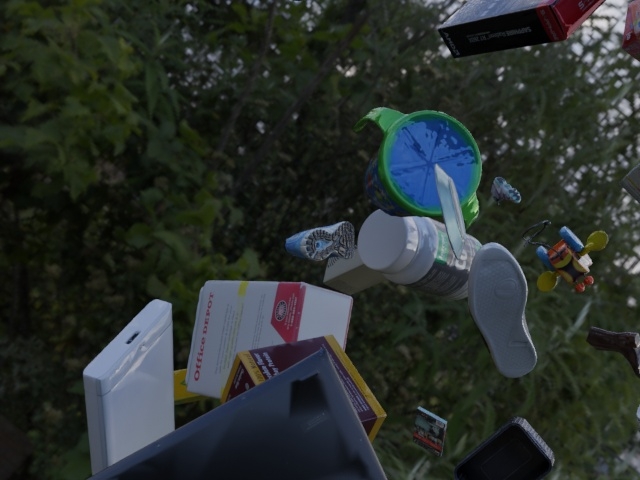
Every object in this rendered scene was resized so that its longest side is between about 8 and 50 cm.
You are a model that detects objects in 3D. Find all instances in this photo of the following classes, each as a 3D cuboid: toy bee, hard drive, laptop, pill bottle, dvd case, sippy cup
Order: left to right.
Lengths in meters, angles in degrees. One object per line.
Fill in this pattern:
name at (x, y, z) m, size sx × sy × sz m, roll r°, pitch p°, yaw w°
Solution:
hard drive at (-0.331, 0.312, 1.437) m, size 0.047 × 0.233 × 0.353 m, roll 14°, pitch -59°, yaw 14°
laptop at (-0.107, 0.413, 1.113) m, size 0.407 × 0.382 × 0.236 m, roll 66°, pitch -23°, yaw -4°
sippy cup at (0.210, -0.150, 1.823) m, size 0.224 × 0.240 × 0.305 m, roll 150°, pitch -69°, yaw -73°
pill bottle at (0.282, 0.037, 2.233) m, size 0.361 × 0.204 × 0.204 m, roll 18°, pitch 9°, yaw -44°
dvd case at (0.283, 0.496, 2.091) m, size 0.087 × 0.013 × 0.119 m, roll 24°, pitch -52°, yaw 33°
toy bee at (0.588, 0.060, 1.936) m, size 0.162 × 0.298 × 0.195 m, roll 57°, pitch -46°, yaw 25°

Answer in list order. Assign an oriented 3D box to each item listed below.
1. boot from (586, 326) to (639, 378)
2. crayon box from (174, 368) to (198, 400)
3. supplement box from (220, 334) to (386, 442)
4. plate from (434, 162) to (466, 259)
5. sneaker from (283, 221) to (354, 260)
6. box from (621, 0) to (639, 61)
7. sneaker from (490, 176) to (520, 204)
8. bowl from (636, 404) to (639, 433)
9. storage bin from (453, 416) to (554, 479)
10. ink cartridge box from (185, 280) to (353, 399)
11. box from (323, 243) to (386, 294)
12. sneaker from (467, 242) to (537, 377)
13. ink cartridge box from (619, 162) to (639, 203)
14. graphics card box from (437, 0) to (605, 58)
boot at (0.621, 0.235, 1.701) m, size 0.114 × 0.037 × 0.106 m, roll 0°, pitch -72°, yaw 48°
crayon box at (-0.352, 0.404, 2.253) m, size 0.202 × 0.319 × 0.081 m, roll 137°, pitch -58°, yaw -65°
supplement box at (-0.034, 0.283, 1.368) m, size 0.191 × 0.194 × 0.129 m, roll 54°, pitch -43°, yaw 37°
plate at (0.249, -0.056, 1.522) m, size 0.188 × 0.024 × 0.188 m, roll -14°, pitch 90°, yaw -74°
sneaker at (0.000, 0.000, 1.332) m, size 0.073 × 0.063 × 0.162 m, roll 1°, pitch 1°, yaw 35°
box at (0.804, -0.437, 1.795) m, size 0.257 × 0.128 × 0.123 m, roll 26°, pitch -22°, yaw -25°
sneaker at (0.493, -0.117, 2.168) m, size 0.098 × 0.038 × 0.069 m, roll 56°, pitch -38°, yaw 35°
bowl at (0.793, 0.407, 1.880) m, size 0.080 × 0.170 × 0.170 m, roll 35°, pitch -10°, yaw -1°
storage bin at (0.379, 0.465, 1.669) m, size 0.122 × 0.180 × 0.084 m, roll 50°, pitch 11°, yaw 15°
ink cartridge box at (-0.128, 0.241, 1.866) m, size 0.160 × 0.279 × 0.385 m, roll 17°, pitch -11°, yaw -39°
box at (0.125, 0.080, 2.466) m, size 0.113 × 0.094 × 0.275 m, roll 25°, pitch -27°, yaw -22°
sneaker at (0.303, 0.098, 1.437) m, size 0.147 × 0.105 × 0.295 m, roll -108°, pitch 176°, yaw -55°
ink cartridge box at (0.736, -0.147, 1.688) m, size 0.109 × 0.062 × 0.209 m, roll 47°, pitch -30°, yaw 8°
graphics card box at (0.458, -0.520, 1.786) m, size 0.094 × 0.233 × 0.371 m, roll 54°, pitch -20°, yaw -24°
